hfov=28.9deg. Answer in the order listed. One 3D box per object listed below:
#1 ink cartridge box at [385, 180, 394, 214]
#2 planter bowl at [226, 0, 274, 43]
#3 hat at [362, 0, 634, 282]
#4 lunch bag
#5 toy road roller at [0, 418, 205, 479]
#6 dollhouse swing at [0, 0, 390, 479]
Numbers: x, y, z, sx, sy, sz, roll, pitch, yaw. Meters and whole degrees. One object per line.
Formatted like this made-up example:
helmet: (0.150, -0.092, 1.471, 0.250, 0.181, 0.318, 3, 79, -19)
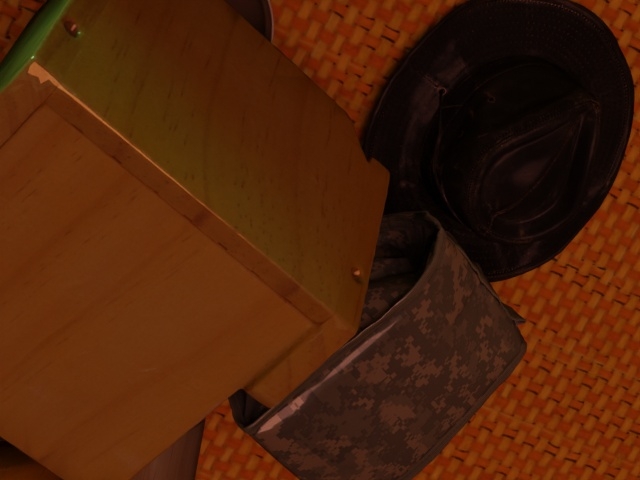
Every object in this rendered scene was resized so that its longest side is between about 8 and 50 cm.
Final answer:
ink cartridge box: (0.000, 0.000, 1.328, 0.179, 0.045, 0.145, -11, 110, -8)
planter bowl: (-0.135, -0.209, 1.189, 0.162, 0.109, 0.162, -4, 108, -14)
hat: (0.212, -0.096, 1.300, 0.331, 0.134, 0.331, -4, 106, -15)
lunch bag: (0.058, 0.115, 1.289, 0.287, 0.169, 0.235, -38, 133, 3)
toy road roller: (-0.275, 0.243, 1.226, 0.330, 0.240, 0.202, 6, 106, -16)
dollhouse swing: (-0.176, -0.014, 1.113, 0.347, 0.315, 0.305, 40, 128, -21)
